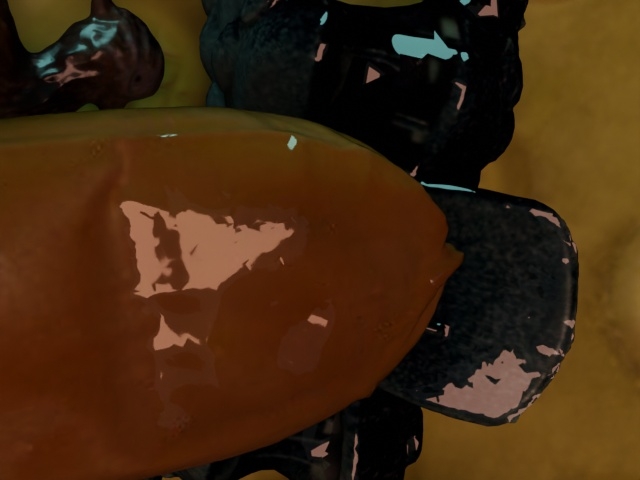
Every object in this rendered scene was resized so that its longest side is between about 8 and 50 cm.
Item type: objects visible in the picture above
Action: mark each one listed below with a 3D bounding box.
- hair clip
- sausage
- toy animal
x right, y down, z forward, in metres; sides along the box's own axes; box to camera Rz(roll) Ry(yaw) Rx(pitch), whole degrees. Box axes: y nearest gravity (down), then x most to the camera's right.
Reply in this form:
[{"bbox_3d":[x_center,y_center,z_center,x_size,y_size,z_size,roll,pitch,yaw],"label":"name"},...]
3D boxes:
[{"bbox_3d":[0.001,-0.002,0.764,0.195,0.206,0.310,13,101,-7],"label":"hair clip"},{"bbox_3d":[-0.125,0.025,0.586,0.354,0.116,0.134,-5,96,-18],"label":"sausage"},{"bbox_3d":[-0.168,-0.117,0.783,0.179,0.089,0.188,-12,103,-10],"label":"toy animal"}]
